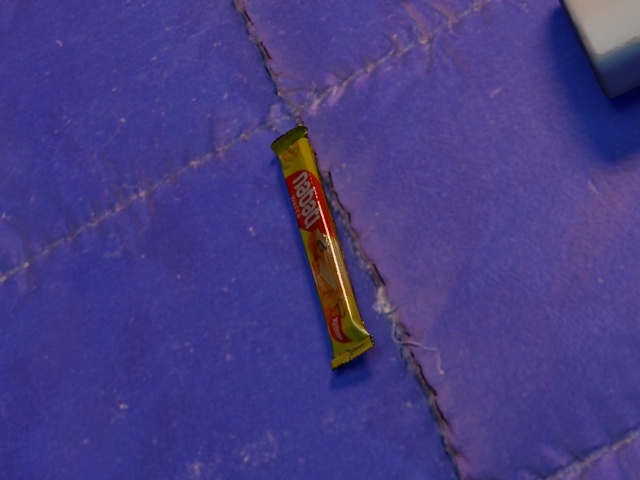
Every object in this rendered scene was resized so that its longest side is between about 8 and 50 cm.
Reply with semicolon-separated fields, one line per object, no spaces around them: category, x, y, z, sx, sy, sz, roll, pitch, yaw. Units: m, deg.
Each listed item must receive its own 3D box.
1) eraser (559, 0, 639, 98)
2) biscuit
eraser;0.368;-0.269;1.191;0.290;0.104;0.189;-24;55;11
biscuit;0.000;0.000;1.246;0.048;0.026;0.292;-38;47;25
